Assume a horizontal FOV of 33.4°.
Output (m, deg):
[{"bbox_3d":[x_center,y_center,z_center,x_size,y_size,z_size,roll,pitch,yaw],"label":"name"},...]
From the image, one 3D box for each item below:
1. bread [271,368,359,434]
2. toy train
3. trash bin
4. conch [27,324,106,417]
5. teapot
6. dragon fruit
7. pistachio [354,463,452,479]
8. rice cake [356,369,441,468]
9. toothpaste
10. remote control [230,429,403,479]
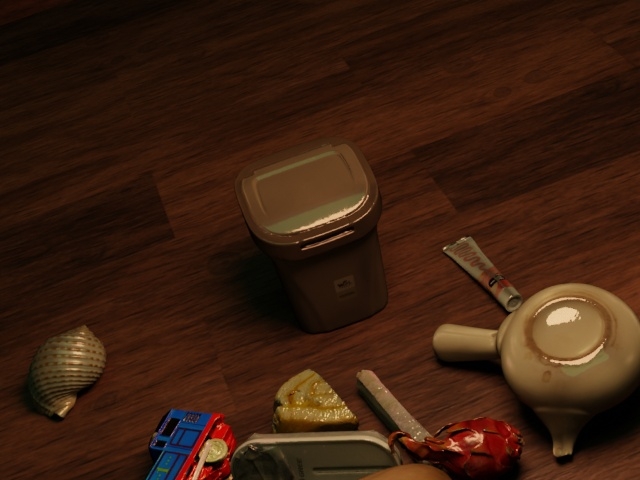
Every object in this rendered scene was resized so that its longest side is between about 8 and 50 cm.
[{"bbox_3d":[-0.015,0.270,1.573,0.110,0.103,0.156,-25,32,-20],"label":"bread"},{"bbox_3d":[-0.201,0.348,1.560,0.131,0.082,0.204,5,41,23],"label":"toy train"},{"bbox_3d":[0.000,0.000,1.776,0.220,0.250,0.219,-18,39,-3],"label":"trash bin"},{"bbox_3d":[-0.436,0.211,1.795,0.135,0.102,0.153,-2,39,39],"label":"conch"},{"bbox_3d":[0.327,0.149,1.566,0.220,0.149,0.318,-37,44,-13],"label":"teapot"},{"bbox_3d":[0.185,0.291,1.476,0.191,0.094,0.094,0,38,-7],"label":"dragon fruit"},{"bbox_3d":[0.096,0.357,1.422,0.186,0.126,0.108,-12,70,12],"label":"pistachio"},{"bbox_3d":[0.114,0.263,1.586,0.034,0.043,0.211,-21,38,-19],"label":"rice cake"},{"bbox_3d":[0.275,0.052,1.794,0.056,0.036,0.205,-25,36,-9],"label":"toothpaste"},{"bbox_3d":[-0.006,0.319,1.514,0.247,0.104,0.052,-3,21,12],"label":"remote control"}]
